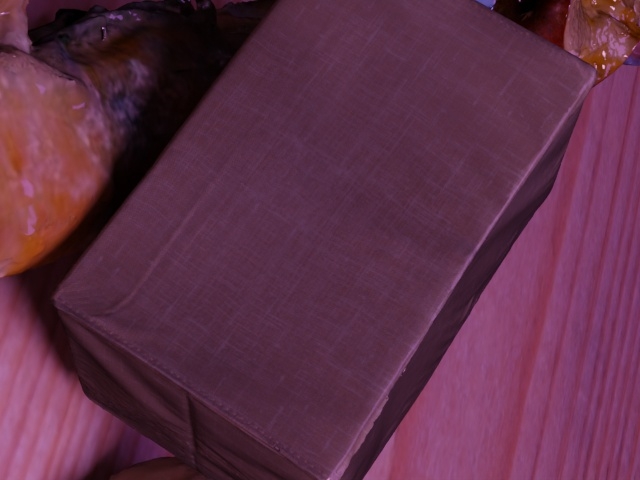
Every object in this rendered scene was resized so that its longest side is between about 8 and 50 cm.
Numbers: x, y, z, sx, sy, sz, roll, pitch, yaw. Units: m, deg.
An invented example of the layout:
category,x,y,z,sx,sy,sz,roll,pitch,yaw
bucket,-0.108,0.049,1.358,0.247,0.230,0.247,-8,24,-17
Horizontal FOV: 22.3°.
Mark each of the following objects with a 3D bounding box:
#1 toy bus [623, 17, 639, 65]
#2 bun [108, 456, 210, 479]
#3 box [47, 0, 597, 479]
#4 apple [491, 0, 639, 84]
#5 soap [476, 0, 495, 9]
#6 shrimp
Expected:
category,x,y,z,sx,sy,sz,roll,pitch,yaw
toy bus,0.334,-0.308,1.491,0.197,0.232,0.294,-10,102,-63
bun,-0.056,0.231,0.834,0.244,0.153,0.244,-1,90,-69
box,0.000,0.000,0.776,0.231,0.155,0.149,-56,170,-19
apple,0.176,-0.183,1.278,0.158,0.147,0.156,-6,66,-57
soap,0.091,-0.295,1.170,0.156,0.077,0.293,47,50,-54
shrimp,-0.116,-0.131,0.774,0.445,0.085,0.272,-16,101,-58
